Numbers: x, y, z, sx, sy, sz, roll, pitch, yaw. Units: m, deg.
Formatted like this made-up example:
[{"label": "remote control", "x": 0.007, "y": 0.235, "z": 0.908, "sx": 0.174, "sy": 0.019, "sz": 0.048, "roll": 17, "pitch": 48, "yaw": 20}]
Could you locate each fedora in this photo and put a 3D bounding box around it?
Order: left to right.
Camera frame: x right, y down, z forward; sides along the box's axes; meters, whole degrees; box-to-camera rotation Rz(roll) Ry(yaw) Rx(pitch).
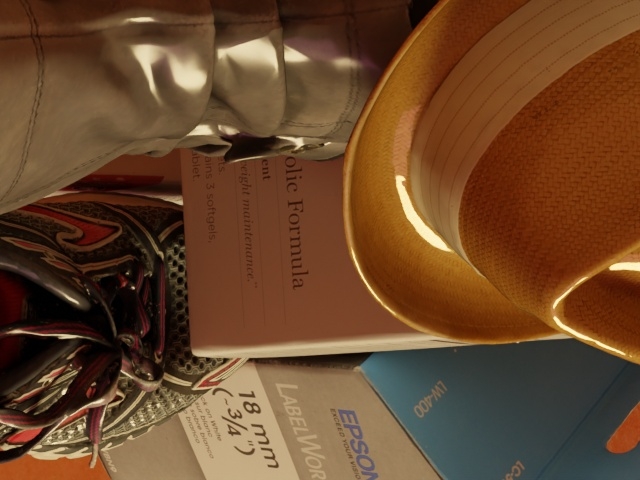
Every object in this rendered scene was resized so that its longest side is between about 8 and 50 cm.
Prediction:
[{"label": "fedora", "x": 0.105, "y": -0.017, "z": 0.481, "sx": 0.194, "sy": 0.079, "sz": 0.194, "roll": -14, "pitch": 135, "yaw": -15}]

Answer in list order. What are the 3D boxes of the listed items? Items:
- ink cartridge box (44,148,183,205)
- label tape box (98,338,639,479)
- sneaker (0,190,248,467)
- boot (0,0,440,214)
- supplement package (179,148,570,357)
[{"label": "ink cartridge box", "x": -0.110, "y": -0.045, "z": 0.805, "sx": 0.099, "sy": 0.056, "sz": 0.135, "roll": 1, "pitch": 173, "yaw": -31}, {"label": "label tape box", "x": 0.057, "y": 0.044, "z": 0.896, "sx": 0.334, "sy": 0.105, "sz": 0.240, "roll": 0, "pitch": -150, "yaw": 39}, {"label": "sneaker", "x": -0.112, "y": 0.041, "z": 0.662, "sx": 0.112, "sy": 0.120, "sz": 0.299, "roll": -5, "pitch": -178, "yaw": 36}, {"label": "boot", "x": -0.065, "y": -0.064, "z": 0.466, "sx": 0.223, "sy": 0.118, "sz": 0.338, "roll": -5, "pitch": -174, "yaw": -10}, {"label": "supplement package", "x": 0.079, "y": -0.027, "z": 0.677, "sx": 0.244, "sy": 0.139, "sz": 0.134, "roll": -7, "pitch": 174, "yaw": 26}]
